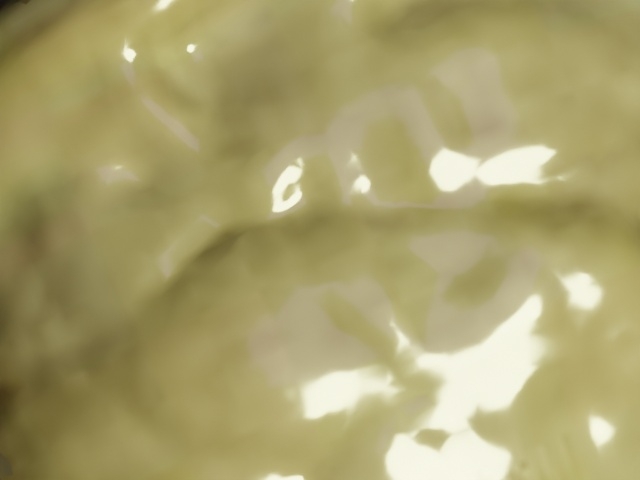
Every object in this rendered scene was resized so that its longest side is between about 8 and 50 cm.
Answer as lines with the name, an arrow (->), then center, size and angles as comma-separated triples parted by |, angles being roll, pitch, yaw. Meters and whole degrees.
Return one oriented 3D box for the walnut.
walnut -> 0.000, 0.001, 0.451 | 0.248, 0.248, 0.248 | 1, 83, -7
